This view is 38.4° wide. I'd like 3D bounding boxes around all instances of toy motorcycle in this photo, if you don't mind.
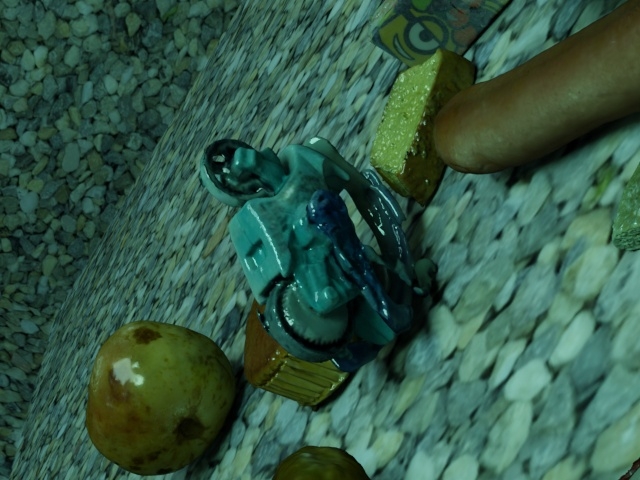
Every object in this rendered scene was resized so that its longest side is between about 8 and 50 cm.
[{"bbox_3d":[0.000,0.000,0.941,0.154,0.206,0.260,-49,59,47],"label":"toy motorcycle"}]

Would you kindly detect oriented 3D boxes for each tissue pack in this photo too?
[{"bbox_3d":[0.140,-0.276,1.095,0.148,0.109,0.060,-48,23,40],"label":"tissue pack"}]

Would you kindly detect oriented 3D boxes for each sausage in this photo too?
[{"bbox_3d":[0.236,-0.143,0.729,0.094,0.094,0.419,-51,12,-31],"label":"sausage"}]

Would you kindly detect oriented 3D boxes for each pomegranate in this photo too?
[{"bbox_3d":[-0.231,0.211,1.284,0.215,0.215,0.215,-50,24,33],"label":"pomegranate"}]

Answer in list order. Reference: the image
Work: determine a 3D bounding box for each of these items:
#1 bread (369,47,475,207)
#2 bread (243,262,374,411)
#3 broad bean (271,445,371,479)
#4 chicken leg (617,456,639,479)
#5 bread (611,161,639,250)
[{"bbox_3d":[0.115,-0.130,1.062,0.103,0.065,0.187,0,67,62],"label":"bread"},{"bbox_3d":[-0.020,0.088,1.068,0.199,0.104,0.199,-53,22,33],"label":"bread"},{"bbox_3d":[0.005,0.268,0.776,0.228,0.122,0.156,-111,24,-71],"label":"broad bean"},{"bbox_3d":[0.198,0.168,0.531,0.205,0.053,0.093,-59,35,26],"label":"chicken leg"},{"bbox_3d":[0.275,-0.067,0.627,0.193,0.036,0.112,-26,42,59],"label":"bread"}]
